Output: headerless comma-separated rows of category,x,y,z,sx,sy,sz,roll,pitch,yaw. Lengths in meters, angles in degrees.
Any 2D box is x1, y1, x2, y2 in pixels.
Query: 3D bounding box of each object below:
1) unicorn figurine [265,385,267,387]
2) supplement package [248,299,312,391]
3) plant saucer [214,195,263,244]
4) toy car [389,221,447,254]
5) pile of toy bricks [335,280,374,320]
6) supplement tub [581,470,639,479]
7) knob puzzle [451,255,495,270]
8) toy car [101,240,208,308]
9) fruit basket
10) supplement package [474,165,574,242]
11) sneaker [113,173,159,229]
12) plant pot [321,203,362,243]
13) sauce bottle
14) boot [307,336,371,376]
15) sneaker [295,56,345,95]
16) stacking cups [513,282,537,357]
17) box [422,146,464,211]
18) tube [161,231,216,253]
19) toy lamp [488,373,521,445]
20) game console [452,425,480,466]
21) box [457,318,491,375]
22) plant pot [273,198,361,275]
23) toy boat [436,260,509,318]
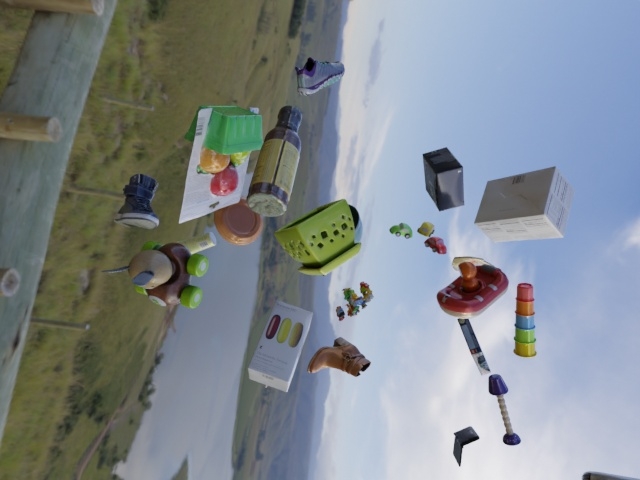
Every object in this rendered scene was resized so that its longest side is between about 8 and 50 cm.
unicorn figurine,-0.191,0.471,1.573,0.060,0.111,0.161,151,-73,-74
supplement package,-0.130,0.347,1.352,0.133,0.139,0.244,102,7,-57
plant saucer,-0.307,-0.082,1.568,0.037,0.200,0.199,-19,-121,54
toy car,0.401,-0.034,1.701,0.239,0.225,0.053,-92,-165,-62
pile of toy bricks,0.121,0.237,1.659,0.105,0.118,0.212,65,-28,25
supplement tub,0.829,0.811,1.096,0.193,0.194,0.315,107,-7,-64
knob puzzle,0.783,0.120,2.156,0.213,0.213,0.030,107,-3,-62
toy car,-0.365,0.078,0.885,0.188,0.155,0.148,-1,104,-74
fruit basket,-0.325,-0.252,1.304,0.327,0.165,0.353,-37,154,-60
supplement package,0.729,-0.121,1.470,0.262,0.145,0.204,-7,-128,56
sneaker,-0.522,-0.119,1.203,0.226,0.086,0.163,6,-109,43
plant pot,0.115,-0.033,2.275,0.196,0.293,0.293,54,30,-43
sauce bottle,-0.110,-0.227,1.111,0.111,0.112,0.344,105,-3,-58
boot,0.095,0.625,2.052,0.220,0.283,0.109,34,-50,34
sneaker,0.004,-0.560,1.333,0.223,0.083,0.098,-46,142,-33
stacking cups,0.878,0.342,1.753,0.096,0.096,0.316,-100,-177,-76
box,0.423,-0.212,1.410,0.158,0.093,0.156,-100,174,-53
tube,-0.569,0.027,1.751,0.062,0.240,0.070,64,9,-51
toy lamp,0.736,0.678,1.649,0.080,0.080,0.274,-176,-108,-85
game console,0.514,0.726,1.444,0.122,0.107,0.071,46,19,-81
box,0.622,0.428,1.651,0.233,0.044,0.159,53,20,-44
plant pot,0.000,0.000,1.480,0.227,0.228,0.207,-8,-70,63
toy boat,0.463,0.132,1.271,0.151,0.231,0.151,25,-35,59
